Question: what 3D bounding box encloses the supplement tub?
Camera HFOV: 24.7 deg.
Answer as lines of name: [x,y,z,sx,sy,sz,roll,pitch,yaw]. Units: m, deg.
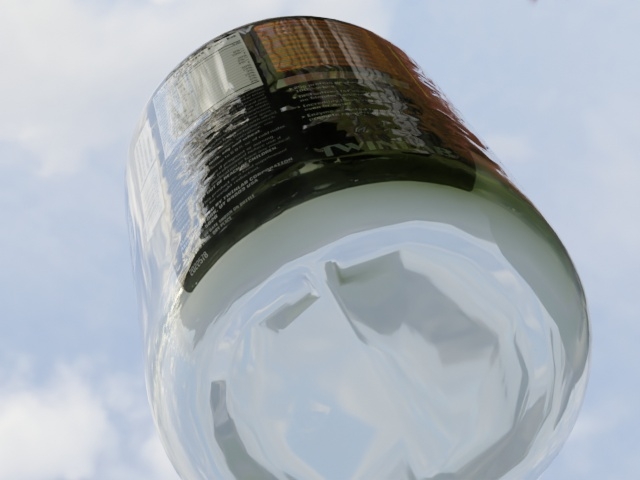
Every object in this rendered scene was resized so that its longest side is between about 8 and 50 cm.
supplement tub: [0.000,0.000,0.739,0.194,0.193,0.316,9,-159,-13]
